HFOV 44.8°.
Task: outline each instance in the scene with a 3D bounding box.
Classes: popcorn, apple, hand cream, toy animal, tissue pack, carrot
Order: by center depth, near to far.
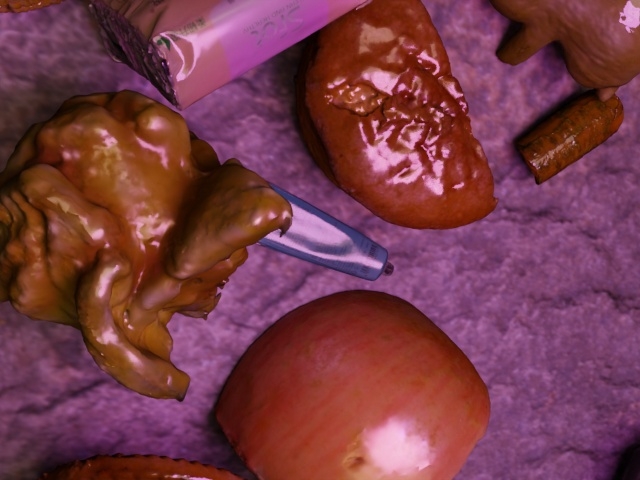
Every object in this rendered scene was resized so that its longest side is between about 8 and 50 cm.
[{"bbox_3d":[-0.211,0.007,0.818,0.290,0.321,0.325,1,80,-21],"label":"popcorn"},{"bbox_3d":[-0.104,-0.269,0.849,0.257,0.215,0.123,-35,134,-14],"label":"tissue pack"},{"bbox_3d":[0.056,0.225,1.033,0.309,0.314,0.252,-44,153,-5],"label":"apple"},{"bbox_3d":[0.299,-0.347,1.045,0.363,0.180,0.181,27,81,0],"label":"toy animal"},{"bbox_3d":[0.000,0.000,1.050,0.224,0.048,0.083,25,89,-16],"label":"hand cream"},{"bbox_3d":[0.363,-0.155,1.138,0.173,0.082,0.082,-33,109,-6],"label":"carrot"}]

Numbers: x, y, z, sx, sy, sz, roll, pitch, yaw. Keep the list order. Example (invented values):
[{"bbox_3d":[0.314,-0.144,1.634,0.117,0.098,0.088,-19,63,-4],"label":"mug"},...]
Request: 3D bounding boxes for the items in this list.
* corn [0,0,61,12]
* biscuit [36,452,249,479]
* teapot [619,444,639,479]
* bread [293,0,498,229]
[{"bbox_3d":[-0.258,-0.328,0.869,0.288,0.086,0.086,-28,107,-15],"label":"corn"},{"bbox_3d":[-0.199,0.348,0.938,0.318,0.040,0.317,1,133,1],"label":"biscuit"},{"bbox_3d":[0.565,0.532,1.245,0.361,0.305,0.376,-49,141,2],"label":"teapot"},{"bbox_3d":[0.066,-0.155,0.969,0.179,0.194,0.339,-27,106,-9],"label":"bread"}]
